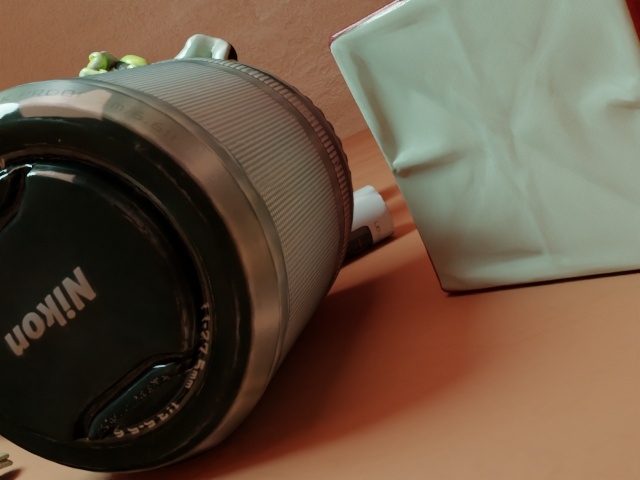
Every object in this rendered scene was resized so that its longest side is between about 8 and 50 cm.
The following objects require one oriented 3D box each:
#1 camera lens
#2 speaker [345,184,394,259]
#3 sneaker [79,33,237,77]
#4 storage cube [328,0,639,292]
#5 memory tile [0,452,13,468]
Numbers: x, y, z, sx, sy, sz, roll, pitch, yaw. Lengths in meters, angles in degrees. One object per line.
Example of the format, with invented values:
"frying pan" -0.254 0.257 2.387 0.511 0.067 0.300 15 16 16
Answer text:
"camera lens" -0.101 -0.003 0.500 0.219 0.220 0.274 -22 10 19
"speaker" 0.000 0.000 0.718 0.136 0.055 0.055 -27 10 -13
"sneaker" -0.213 -0.090 0.682 0.145 0.147 0.384 23 34 25
"storage cube" 0.156 -0.097 0.466 0.215 0.184 0.193 -13 17 49
"memory tile" -0.297 0.177 0.515 0.113 0.012 0.148 -24 -8 30
